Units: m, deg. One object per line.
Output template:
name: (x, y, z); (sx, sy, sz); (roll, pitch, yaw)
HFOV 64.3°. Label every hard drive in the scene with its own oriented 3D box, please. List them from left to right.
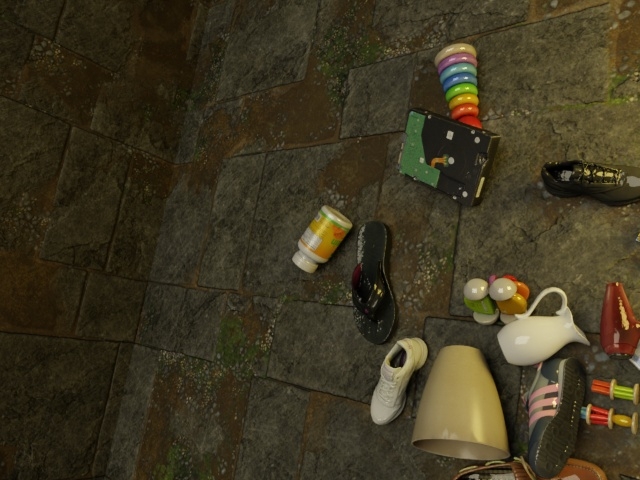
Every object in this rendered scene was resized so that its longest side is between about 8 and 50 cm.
hard drive: (0.410, -0.284, 1.685); (0.339, 0.064, 0.236); (33, 125, 41)

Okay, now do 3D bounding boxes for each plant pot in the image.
plant pot: (0.392, 0.446, 1.431); (0.257, 0.256, 0.273); (-16, 51, 36)

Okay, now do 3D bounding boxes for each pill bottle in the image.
pill bottle: (0.000, 0.000, 1.951); (0.245, 0.136, 0.136); (-55, 50, 13)

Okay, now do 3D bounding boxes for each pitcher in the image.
pitcher: (0.580, 0.234, 1.367); (0.207, 0.125, 0.177); (-25, 85, 19)

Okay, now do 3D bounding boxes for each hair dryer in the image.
hair dryer: (0.797, 0.221, 1.229); (0.224, 0.080, 0.293); (-37, 56, 4)

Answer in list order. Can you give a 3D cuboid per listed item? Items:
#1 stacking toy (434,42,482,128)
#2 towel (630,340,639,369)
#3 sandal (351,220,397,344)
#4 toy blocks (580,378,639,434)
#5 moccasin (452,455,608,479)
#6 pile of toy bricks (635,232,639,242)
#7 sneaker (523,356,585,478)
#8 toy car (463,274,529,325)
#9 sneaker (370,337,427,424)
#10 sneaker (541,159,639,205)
stacking toy: (0.480, -0.487, 1.715); (0.141, 0.141, 0.329); (-18, 70, 35)
towel: (0.884, 0.237, 1.200); (0.285, 0.034, 0.209); (-49, 49, 15)
sandal: (0.166, 0.140, 1.785); (0.168, 0.107, 0.444); (-16, 67, 36)
toy blocks: (0.710, 0.406, 1.278); (0.148, 0.054, 0.123); (1, 77, 41)
moccasin: (0.524, 0.620, 1.303); (0.380, 0.147, 0.139); (-12, 69, 37)
pile of toy bricks: (0.862, -0.071, 1.267); (0.118, 0.105, 0.212); (38, 101, 41)
sneaker: (0.572, 0.446, 1.296); (0.131, 0.112, 0.319); (-25, 26, 57)
toy car: (0.514, 0.158, 1.480); (0.182, 0.159, 0.136); (-5, 39, 40)
sneaker: (0.220, 0.440, 1.616); (0.114, 0.152, 0.304); (27, 95, 40)
sneaker: (0.742, -0.165, 1.383); (0.287, 0.130, 0.108); (6, 78, 40)
